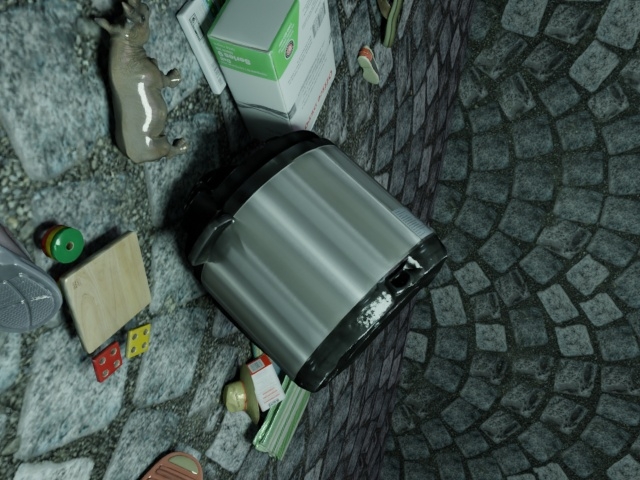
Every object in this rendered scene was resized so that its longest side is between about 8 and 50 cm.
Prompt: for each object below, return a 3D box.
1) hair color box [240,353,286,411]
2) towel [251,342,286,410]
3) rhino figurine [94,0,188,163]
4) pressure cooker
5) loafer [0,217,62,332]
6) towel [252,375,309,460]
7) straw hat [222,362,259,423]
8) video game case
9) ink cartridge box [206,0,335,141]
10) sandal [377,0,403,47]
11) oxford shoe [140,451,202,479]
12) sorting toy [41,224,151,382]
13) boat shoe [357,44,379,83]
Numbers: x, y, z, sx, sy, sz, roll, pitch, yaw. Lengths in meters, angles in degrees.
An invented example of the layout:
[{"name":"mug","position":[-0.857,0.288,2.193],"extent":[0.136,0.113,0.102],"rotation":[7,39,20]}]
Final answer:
[{"name":"hair color box","position":[-0.140,0.354,1.327],"extent":[0.072,0.043,0.141],"rotation":[-27,129,-17]},{"name":"towel","position":[-0.099,0.241,1.423],"extent":[0.271,0.040,0.370],"rotation":[-50,147,-48]},{"name":"rhino figurine","position":[-0.247,-0.219,0.733],"extent":[0.106,0.073,0.243],"rotation":[-49,145,-53]},{"name":"pressure cooker","position":[-0.030,0.009,0.980],"extent":[0.375,0.420,0.370],"rotation":[-43,167,-15]},{"name":"loafer","position":[-0.385,-0.012,0.539],"extent":[0.109,0.095,0.302],"rotation":[-36,141,-12]},{"name":"towel","position":[-0.098,0.491,1.521],"extent":[0.325,0.038,0.248],"rotation":[79,35,-61]},{"name":"straw hat","position":[-0.192,0.359,1.232],"extent":[0.061,0.144,0.145],"rotation":[-10,119,-24]},{"name":"video game case","position":[-0.170,-0.355,0.903],"extent":[0.157,0.019,0.143],"rotation":[69,40,-54]},{"name":"ink cartridge box","position":[-0.071,-0.332,0.969],"extent":[0.289,0.121,0.211],"rotation":[74,36,-67]},{"name":"sandal","position":[0.196,-0.684,1.509],"extent":[0.303,0.086,0.120],"rotation":[100,11,-54]},{"name":"oxford shoe","position":[-0.345,0.589,0.981],"extent":[0.146,0.140,0.397],"rotation":[-53,-171,52]},{"name":"sorting toy","position":[-0.317,0.076,0.780],"extent":[0.132,0.046,0.275],"rotation":[-49,145,-49]},{"name":"boat shoe","position":[0.142,-0.499,1.532],"extent":[0.137,0.049,0.043],"rotation":[43,62,-60]}]
